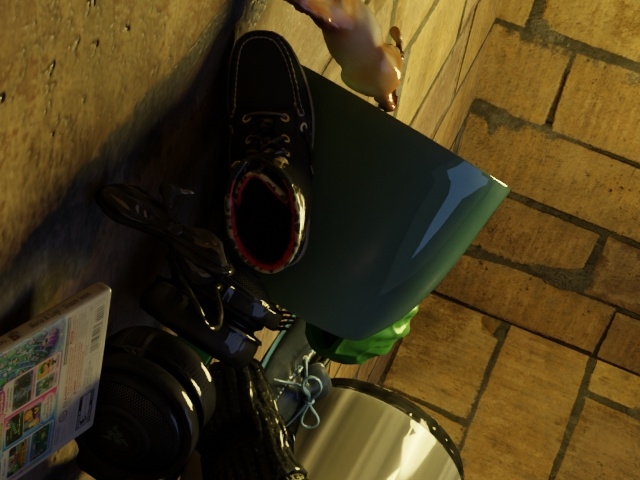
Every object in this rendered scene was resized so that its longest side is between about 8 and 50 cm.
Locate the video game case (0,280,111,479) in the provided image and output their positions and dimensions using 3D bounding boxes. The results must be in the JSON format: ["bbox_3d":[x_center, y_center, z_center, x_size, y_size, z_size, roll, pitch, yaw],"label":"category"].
[{"bbox_3d":[-0.228,0.123,0.875,0.143,0.019,0.157,-34,147,-48],"label":"video game case"}]

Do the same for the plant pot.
[{"bbox_3d":[0.027,-0.031,1.232,0.235,0.293,0.293,-59,170,5],"label":"plant pot"}]

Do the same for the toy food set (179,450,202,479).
[{"bbox_3d":[-0.089,0.420,1.508,0.092,0.306,0.219,7,107,-58],"label":"toy food set"}]

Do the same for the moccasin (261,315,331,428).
[{"bbox_3d":[-0.031,0.218,1.836,0.137,0.117,0.342,96,19,-55],"label":"moccasin"}]

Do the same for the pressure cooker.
[{"bbox_3d":[0.021,0.494,1.901,0.420,0.375,0.370,-56,136,-37],"label":"pressure cooker"}]

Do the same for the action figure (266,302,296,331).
[{"bbox_3d":[0.000,0.000,1.510,0.164,0.141,0.275,84,29,-44],"label":"action figure"}]

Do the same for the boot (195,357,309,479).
[{"bbox_3d":[-0.121,0.340,1.399,0.131,0.260,0.348,2,133,-45],"label":"boot"}]

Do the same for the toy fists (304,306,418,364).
[{"bbox_3d":[0.086,0.041,1.451,0.142,0.096,0.279,16,104,-48],"label":"toy fists"}]

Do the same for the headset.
[{"bbox_3d":[-0.156,0.088,1.039,0.243,0.185,0.394,-56,179,-32],"label":"headset"}]

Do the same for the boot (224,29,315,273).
[{"bbox_3d":[-0.047,-0.084,1.012,0.178,0.085,0.236,-77,163,-86],"label":"boot"}]

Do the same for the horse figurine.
[{"bbox_3d":[0.030,-0.224,1.144,0.263,0.066,0.174,55,24,-34],"label":"horse figurine"}]
